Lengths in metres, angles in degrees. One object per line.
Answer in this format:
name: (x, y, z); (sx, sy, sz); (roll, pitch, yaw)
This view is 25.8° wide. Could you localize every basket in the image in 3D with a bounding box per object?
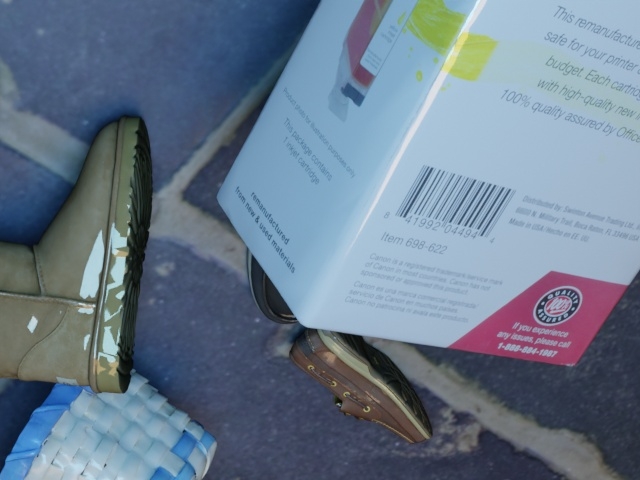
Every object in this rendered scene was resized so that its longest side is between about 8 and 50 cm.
basket: (-0.255, 0.194, 1.202); (0.289, 0.201, 0.255); (27, 116, 7)

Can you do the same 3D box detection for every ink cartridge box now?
ink cartridge box: (0.146, -0.118, 0.976); (0.279, 0.160, 0.385); (13, 118, -37)

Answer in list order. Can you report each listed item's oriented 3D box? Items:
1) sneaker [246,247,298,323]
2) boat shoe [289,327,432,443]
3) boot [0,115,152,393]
sneaker: (0.000, 0.000, 1.181); (0.083, 0.118, 0.222); (7, 121, -21)
boat shoe: (0.040, 0.138, 1.327); (0.060, 0.064, 0.178); (-37, 120, 15)
boot: (-0.277, 0.004, 1.100); (0.269, 0.236, 0.089); (5, 165, 2)
